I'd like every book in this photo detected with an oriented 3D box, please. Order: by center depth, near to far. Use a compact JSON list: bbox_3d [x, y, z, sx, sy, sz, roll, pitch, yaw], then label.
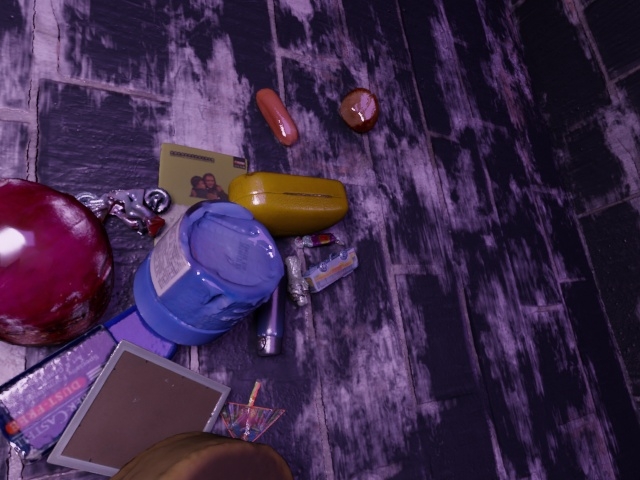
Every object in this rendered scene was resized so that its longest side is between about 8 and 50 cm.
[{"bbox_3d":[-0.304,-0.077,1.104,0.239,0.035,0.353,7,70,-29],"label":"book"}]

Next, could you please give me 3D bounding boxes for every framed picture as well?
[{"bbox_3d":[-0.342,0.360,0.853,0.296,0.019,0.232,44,63,-37],"label":"framed picture"}]

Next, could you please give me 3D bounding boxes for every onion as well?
[{"bbox_3d":[-0.536,0.025,0.775,0.337,0.260,0.282,47,49,-3],"label":"onion"}]

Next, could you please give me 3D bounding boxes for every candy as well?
[{"bbox_3d":[0.000,0.000,1.266,0.174,0.043,0.045,-6,66,-34],"label":"candy"}]

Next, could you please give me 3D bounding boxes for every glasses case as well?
[{"bbox_3d":[-0.085,-0.088,1.152,0.371,0.173,0.141,-2,77,-46],"label":"glasses case"}]

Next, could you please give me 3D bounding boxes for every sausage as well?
[{"bbox_3d":[-0.133,-0.381,1.303,0.077,0.077,0.194,-31,91,-37],"label":"sausage"}]

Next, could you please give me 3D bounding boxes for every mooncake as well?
[{"bbox_3d":[-0.222,0.568,0.771,0.393,0.246,0.395,20,66,-43],"label":"mooncake"}]

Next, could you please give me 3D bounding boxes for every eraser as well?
[{"bbox_3d":[-0.455,0.268,0.838,0.332,0.101,0.155,-36,95,-36],"label":"eraser"}]

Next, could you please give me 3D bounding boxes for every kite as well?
[{"bbox_3d":[-0.172,0.423,1.021,0.189,0.010,0.159,19,63,-27],"label":"kite"}]

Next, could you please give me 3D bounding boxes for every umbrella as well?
[{"bbox_3d":[-0.066,0.113,1.172,0.062,0.067,0.144,16,54,-60],"label":"umbrella"}]

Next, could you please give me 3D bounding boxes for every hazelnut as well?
[{"bbox_3d":[0.139,-0.453,1.477,0.143,0.143,0.154,-22,93,-36],"label":"hazelnut"}]

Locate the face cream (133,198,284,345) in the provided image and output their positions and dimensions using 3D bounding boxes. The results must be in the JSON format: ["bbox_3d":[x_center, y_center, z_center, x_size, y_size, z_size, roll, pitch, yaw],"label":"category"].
[{"bbox_3d":[-0.235,0.068,0.899,0.249,0.225,0.249,28,42,-28],"label":"face cream"}]

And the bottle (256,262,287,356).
[{"bbox_3d":[-0.129,0.177,1.098,0.082,0.072,0.245,31,54,-55],"label":"bottle"}]

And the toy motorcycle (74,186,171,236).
[{"bbox_3d":[-0.455,-0.060,0.977,0.213,0.082,0.123,-7,72,-22],"label":"toy motorcycle"}]

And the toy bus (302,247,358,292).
[{"bbox_3d":[0.032,0.085,1.244,0.190,0.064,0.075,-26,94,-37],"label":"toy bus"}]
